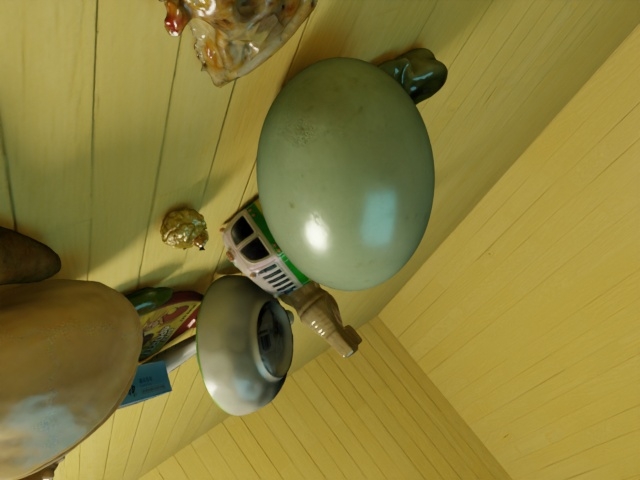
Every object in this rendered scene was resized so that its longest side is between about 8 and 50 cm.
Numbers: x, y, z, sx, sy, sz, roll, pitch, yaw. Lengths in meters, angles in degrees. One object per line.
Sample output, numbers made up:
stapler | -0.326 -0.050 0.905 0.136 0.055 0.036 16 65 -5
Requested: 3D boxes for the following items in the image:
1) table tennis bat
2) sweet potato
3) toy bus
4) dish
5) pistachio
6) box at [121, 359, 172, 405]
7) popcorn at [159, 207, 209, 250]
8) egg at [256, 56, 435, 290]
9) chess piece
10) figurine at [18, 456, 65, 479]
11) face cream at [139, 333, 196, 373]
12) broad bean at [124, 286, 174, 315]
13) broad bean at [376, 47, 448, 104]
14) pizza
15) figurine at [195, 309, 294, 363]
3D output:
table tennis bat | -0.345 0.190 1.224 0.268 0.051 0.414 -46 160 29
sweet potato | -0.373 -0.014 0.586 0.346 0.079 0.108 105 10 -61
toy bus | -0.086 0.019 1.168 0.179 0.143 0.305 -36 164 -3
dish | -0.140 0.230 1.255 0.124 0.324 0.324 -11 174 22
pistachio | -0.400 0.184 0.752 0.321 0.238 0.229 -37 171 -40
box | -0.459 0.335 1.220 0.142 0.083 0.232 -23 169 15
popcorn | -0.219 -0.010 0.913 0.084 0.084 0.084 -36 163 -13
egg | 0.040 -0.090 0.863 0.276 0.276 0.389 -30 132 -30
chess piece | 0.001 0.210 1.584 0.137 0.301 0.137 -37 162 -15
figurine | -0.584 0.408 1.047 0.177 0.173 0.247 -15 151 -54
face cream | -0.340 0.274 1.363 0.243 0.058 0.092 -32 -175 3
broad bean | -0.380 0.135 1.000 0.254 0.046 0.065 -26 149 -33
broad bean | 0.129 -0.279 1.009 0.206 0.072 0.153 -24 158 -10
pizza | -0.081 -0.272 0.537 0.189 0.071 0.297 -37 163 -6
figurine | -0.206 0.252 1.560 0.382 0.224 0.205 -64 174 -70
